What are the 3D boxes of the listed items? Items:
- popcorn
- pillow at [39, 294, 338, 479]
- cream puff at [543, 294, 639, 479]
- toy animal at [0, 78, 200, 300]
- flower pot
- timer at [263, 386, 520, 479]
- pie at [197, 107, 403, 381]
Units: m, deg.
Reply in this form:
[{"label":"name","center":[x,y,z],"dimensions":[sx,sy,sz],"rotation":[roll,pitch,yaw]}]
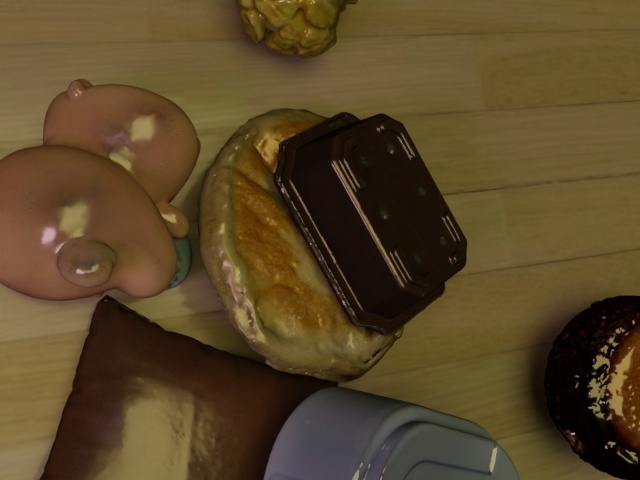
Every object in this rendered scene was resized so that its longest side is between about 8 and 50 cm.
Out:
[{"label":"popcorn","center":[-0.015,-0.319,0.907],"dimensions":[0.168,0.173,0.195],"rotation":[64,35,-40]},{"label":"pillow","center":[-0.142,0.252,0.814],"dimensions":[0.307,0.108,0.306],"rotation":[23,73,-19]},{"label":"cream puff","center":[0.401,0.189,0.974],"dimensions":[0.239,0.165,0.239],"rotation":[2,83,-14]},{"label":"toy animal","center":[-0.227,-0.052,0.769],"dimensions":[0.229,0.210,0.221],"rotation":[0,92,-53]},{"label":"flower pot","center":[0.072,-0.032,0.845],"dimensions":[0.179,0.084,0.251],"rotation":[-31,94,-37]},{"label":"timer","center":[0.074,0.362,0.807],"dimensions":[0.395,0.173,0.395],"rotation":[-3,94,-46]},{"label":"pie","center":[0.001,0.000,0.886],"dimensions":[0.339,0.077,0.339],"rotation":[11,69,-32]}]
